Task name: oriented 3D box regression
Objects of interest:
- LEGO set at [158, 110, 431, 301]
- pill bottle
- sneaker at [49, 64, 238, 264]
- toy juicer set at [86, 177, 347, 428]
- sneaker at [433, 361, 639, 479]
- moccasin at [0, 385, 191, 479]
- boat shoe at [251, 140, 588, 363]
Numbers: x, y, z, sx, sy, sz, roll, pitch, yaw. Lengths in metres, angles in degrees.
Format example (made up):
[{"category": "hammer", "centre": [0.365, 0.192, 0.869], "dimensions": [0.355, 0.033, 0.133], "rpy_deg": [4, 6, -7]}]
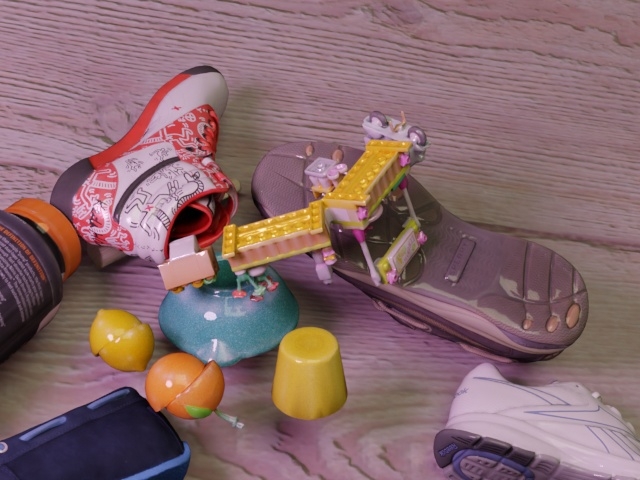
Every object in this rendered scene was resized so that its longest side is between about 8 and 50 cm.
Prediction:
[{"category": "LEGO set", "centre": [0.000, 0.000, 1.411], "dimensions": [0.287, 0.107, 0.132], "rpy_deg": [-35, 35, -20]}, {"category": "pill bottle", "centre": [-0.316, 0.055, 1.364], "dimensions": [0.130, 0.130, 0.246], "rpy_deg": [36, 43, 8]}, {"category": "sneaker", "centre": [-0.127, -0.070, 1.506], "dimensions": [0.145, 0.090, 0.270], "rpy_deg": [21, 42, 23]}, {"category": "toy juicer set", "centre": [-0.122, 0.070, 1.459], "dimensions": [0.209, 0.090, 0.329], "rpy_deg": [-13, 38, -17]}, {"category": "sneaker", "centre": [0.260, 0.199, 1.480], "dimensions": [0.297, 0.111, 0.129], "rpy_deg": [21, 49, -4]}, {"category": "moccasin", "centre": [-0.278, 0.216, 1.304], "dimensions": [0.342, 0.138, 0.117], "rpy_deg": [-13, 57, -40]}, {"category": "boat shoe", "centre": [0.085, 0.029, 1.521], "dimensions": [0.355, 0.130, 0.132], "rpy_deg": [30, 60, 9]}]
